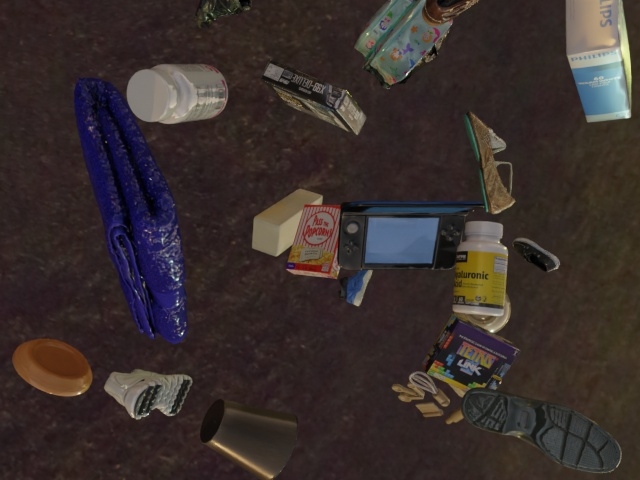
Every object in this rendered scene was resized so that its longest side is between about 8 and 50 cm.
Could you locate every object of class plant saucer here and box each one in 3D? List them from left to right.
[{"bbox_3d":[-0.660,0.308,1.609,0.200,0.200,0.037,19,108,-49],"label":"plant saucer"}]

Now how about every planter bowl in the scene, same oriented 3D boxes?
[{"bbox_3d":[0.456,0.191,1.824,0.109,0.162,0.162,16,92,-75],"label":"planter bowl"}]

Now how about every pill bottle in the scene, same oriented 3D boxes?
[{"bbox_3d":[-0.393,-0.407,1.786,0.283,0.160,0.160,-32,129,-63],"label":"pill bottle"},{"bbox_3d":[0.205,0.036,0.823,0.065,0.065,0.116,14,80,-49],"label":"pill bottle"}]

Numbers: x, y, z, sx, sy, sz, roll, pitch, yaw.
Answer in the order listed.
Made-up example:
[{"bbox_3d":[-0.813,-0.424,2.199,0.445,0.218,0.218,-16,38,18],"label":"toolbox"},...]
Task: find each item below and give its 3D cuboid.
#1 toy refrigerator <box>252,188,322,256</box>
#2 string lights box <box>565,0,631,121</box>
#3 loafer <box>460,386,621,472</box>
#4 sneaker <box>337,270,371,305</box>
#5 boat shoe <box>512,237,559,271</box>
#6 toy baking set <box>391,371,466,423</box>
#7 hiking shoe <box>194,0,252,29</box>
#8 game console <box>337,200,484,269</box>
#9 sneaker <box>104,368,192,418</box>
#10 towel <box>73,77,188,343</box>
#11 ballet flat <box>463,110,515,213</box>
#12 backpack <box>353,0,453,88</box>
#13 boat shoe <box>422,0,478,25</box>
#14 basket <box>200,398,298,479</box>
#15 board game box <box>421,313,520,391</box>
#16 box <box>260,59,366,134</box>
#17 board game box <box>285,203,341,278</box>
[{"bbox_3d":[-0.099,-0.060,1.922,0.269,0.094,0.102,-39,142,-54],"label":"toy refrigerator"},{"bbox_3d":[0.457,-0.306,1.050,0.260,0.077,0.133,26,65,-58],"label":"string lights box"},{"bbox_3d":[0.384,0.317,1.130,0.084,0.268,0.096,3,104,-69],"label":"loafer"},{"bbox_3d":[0.101,0.112,1.922,0.058,0.085,0.152,62,48,-75],"label":"sneaker"},{"bbox_3d":[0.529,0.036,1.610,0.040,0.142,0.049,-28,126,-21],"label":"boat shoe"},{"bbox_3d":[0.289,0.394,1.616,0.256,0.197,0.030,-56,-170,54],"label":"toy baking set"},{"bbox_3d":[-0.227,-0.565,1.546,0.114,0.227,0.086,21,68,-20],"label":"hiking shoe"},{"bbox_3d":[0.193,-0.007,1.429,0.293,0.173,0.250,0,119,-4],"label":"game console"},{"bbox_3d":[-0.406,0.356,1.555,0.110,0.118,0.292,-67,161,-7],"label":"sneaker"},{"bbox_3d":[-0.238,-0.019,0.795,0.076,0.227,0.308,-22,154,-21],"label":"towel"},{"bbox_3d":[0.333,-0.156,1.254,0.073,0.067,0.206,-39,115,-79],"label":"ballet flat"},{"bbox_3d":[0.209,-0.504,1.614,0.191,0.253,0.225,41,94,-13],"label":"backpack"},{"bbox_3d":[0.270,-0.458,1.138,0.207,0.073,0.073,-44,90,-7],"label":"boat shoe"},{"bbox_3d":[-0.208,0.544,1.804,0.227,0.154,0.204,30,87,-24],"label":"basket"},{"bbox_3d":[0.335,0.262,1.437,0.170,0.048,0.141,26,102,-15],"label":"board game box"},{"bbox_3d":[-0.019,-0.479,2.169,0.076,0.308,0.242,-62,159,-1],"label":"box"},{"bbox_3d":[0.000,0.000,1.723,0.045,0.147,0.193,35,65,-49],"label":"board game box"}]
